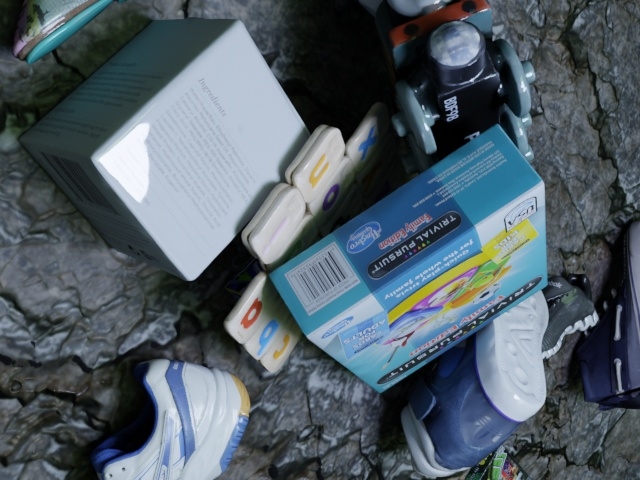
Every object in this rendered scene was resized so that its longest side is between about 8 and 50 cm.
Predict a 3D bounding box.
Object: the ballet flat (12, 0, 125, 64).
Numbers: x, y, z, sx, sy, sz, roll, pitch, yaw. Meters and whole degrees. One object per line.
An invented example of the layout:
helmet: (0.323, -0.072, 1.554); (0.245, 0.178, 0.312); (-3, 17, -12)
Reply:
ballet flat: (-0.198, -0.236, 0.735); (0.221, 0.077, 0.079); (-42, 106, -31)

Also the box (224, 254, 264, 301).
box: (-0.028, 0.013, 0.945); (0.169, 0.054, 0.059); (-51, 128, -19)

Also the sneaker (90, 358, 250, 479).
sneaker: (-0.188, 0.261, 0.854); (0.131, 0.112, 0.296); (24, 82, -24)

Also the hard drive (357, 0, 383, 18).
hard drive: (0.180, -0.362, 0.932); (0.318, 0.040, 0.210); (-55, 154, 9)

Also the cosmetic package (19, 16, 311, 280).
cosmetic package: (-0.136, -0.090, 0.762); (0.183, 0.151, 0.151); (-48, 128, -21)

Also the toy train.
toy train: (0.133, -0.152, 0.880); (0.142, 0.190, 0.334); (-23, 156, 4)

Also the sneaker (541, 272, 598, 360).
sneaker: (0.352, 0.111, 1.286); (0.234, 0.078, 0.106); (-21, 111, -40)

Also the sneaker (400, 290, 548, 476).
sneaker: (0.191, 0.175, 1.145); (0.130, 0.236, 0.322); (35, 33, -13)

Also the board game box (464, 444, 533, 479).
board game box: (0.304, 0.442, 1.354); (0.136, 0.030, 0.259); (-53, 128, -15)

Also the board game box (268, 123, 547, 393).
board game box: (0.118, 0.043, 0.896); (0.254, 0.079, 0.336); (-33, 156, 3)

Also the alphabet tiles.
alphabet tiles: (0.000, 0.000, 0.864); (0.278, 0.021, 0.284); (-57, 158, -14)

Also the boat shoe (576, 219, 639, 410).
boat shoe: (0.511, 0.128, 1.408); (0.127, 0.158, 0.340); (35, 49, -36)
